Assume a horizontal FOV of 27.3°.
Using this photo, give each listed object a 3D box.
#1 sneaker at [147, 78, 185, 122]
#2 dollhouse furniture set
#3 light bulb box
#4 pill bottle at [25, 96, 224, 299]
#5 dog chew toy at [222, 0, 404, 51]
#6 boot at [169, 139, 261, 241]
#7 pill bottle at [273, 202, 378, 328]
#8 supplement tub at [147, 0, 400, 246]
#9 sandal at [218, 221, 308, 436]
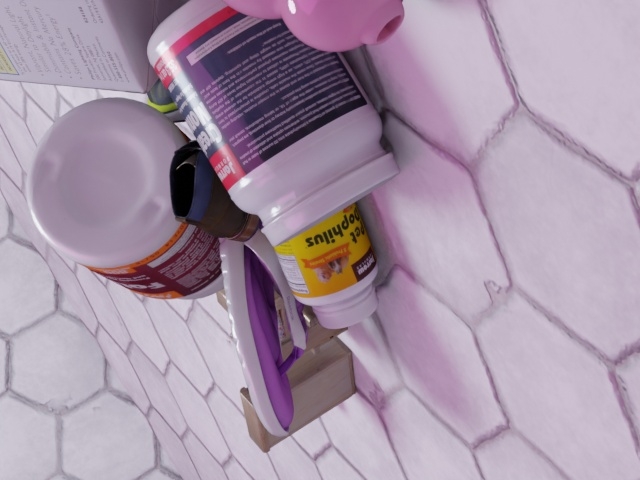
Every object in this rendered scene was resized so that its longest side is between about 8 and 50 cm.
[{"bbox_3d":[-0.156,-0.226,1.760,0.300,0.111,0.121,7,112,60],"label":"sneaker"},{"bbox_3d":[-0.124,0.129,2.032,0.355,0.174,0.303,43,153,36],"label":"dollhouse furniture set"},{"bbox_3d":[-0.353,-0.387,1.561,0.361,0.225,0.358,9,138,30],"label":"light bulb box"},{"bbox_3d":[-0.235,-0.039,1.844,0.224,0.224,0.392,53,-178,16],"label":"pill bottle"},{"bbox_3d":[-0.050,-0.310,1.266,0.332,0.207,0.206,45,156,15],"label":"dog chew toy"},{"bbox_3d":[-0.119,-0.112,1.566,0.082,0.106,0.219,-4,83,41],"label":"boot"},{"bbox_3d":[0.000,0.000,1.660,0.117,0.117,0.215,20,137,59],"label":"pill bottle"},{"bbox_3d":[-0.051,-0.150,1.473,0.272,0.191,0.191,59,159,1],"label":"supplement tub"},{"bbox_3d":[-0.064,0.048,1.751,0.169,0.102,0.416,45,-146,-70],"label":"sandal"}]
